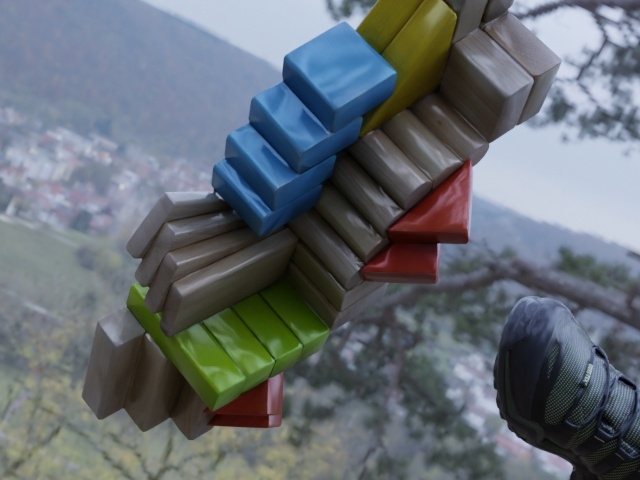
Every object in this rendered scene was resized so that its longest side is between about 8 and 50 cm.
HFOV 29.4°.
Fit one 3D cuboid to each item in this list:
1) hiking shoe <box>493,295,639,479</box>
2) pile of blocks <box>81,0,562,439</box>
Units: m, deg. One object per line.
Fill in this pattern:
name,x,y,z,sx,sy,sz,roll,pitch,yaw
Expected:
hiking shoe,0.194,0.113,0.764,0.114,0.086,0.227,-2,-41,40
pile of blocks,0.000,0.000,0.656,0.112,0.362,0.149,47,28,21
